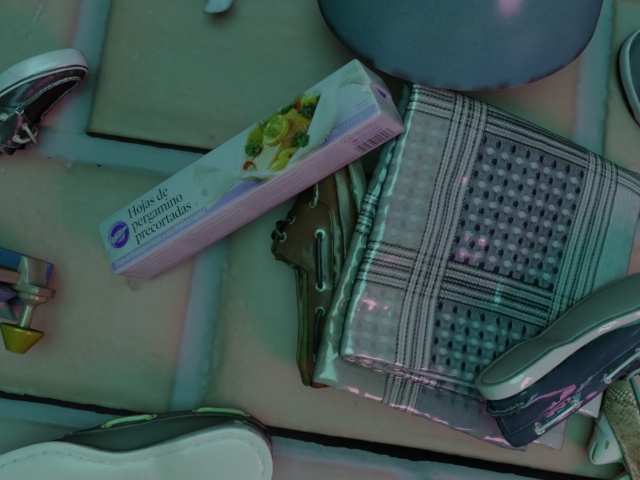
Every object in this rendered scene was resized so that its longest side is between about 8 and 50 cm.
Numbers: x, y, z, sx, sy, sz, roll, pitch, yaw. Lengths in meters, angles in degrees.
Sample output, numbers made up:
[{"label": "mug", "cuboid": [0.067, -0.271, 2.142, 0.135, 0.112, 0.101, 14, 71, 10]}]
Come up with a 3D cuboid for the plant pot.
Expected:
[{"label": "plant pot", "cuboid": [0.143, -0.312, 0.750, 0.291, 0.195, 0.290, 1, 54, -1]}]

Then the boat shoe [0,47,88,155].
[{"label": "boat shoe", "cuboid": [-0.334, -0.124, 0.847, 0.219, 0.078, 0.070, -31, 85, 4]}]

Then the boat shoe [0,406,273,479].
[{"label": "boat shoe", "cuboid": [-0.198, 0.234, 0.802, 0.305, 0.091, 0.109, -9, 96, -1]}]

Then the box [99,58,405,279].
[{"label": "box", "cuboid": [-0.074, -0.061, 0.779, 0.324, 0.067, 0.063, -29, 69, 21]}]

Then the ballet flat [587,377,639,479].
[{"label": "ballet flat", "cuboid": [0.315, 0.238, 0.820, 0.067, 0.073, 0.206, -16, 82, 6]}]

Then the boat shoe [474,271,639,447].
[{"label": "boat shoe", "cuboid": [0.269, 0.106, 0.758, 0.255, 0.095, 0.079, -29, 97, -17]}]

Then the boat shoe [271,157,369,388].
[{"label": "boat shoe", "cuboid": [0.000, 0.000, 0.817, 0.105, 0.111, 0.307, -10, 84, -3]}]

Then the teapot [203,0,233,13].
[{"label": "teapot", "cuboid": [-0.045, -0.403, 0.816, 0.187, 0.256, 0.252, 40, 55, -24]}]

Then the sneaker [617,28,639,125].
[{"label": "sneaker", "cuboid": [0.423, -0.111, 0.800, 0.124, 0.178, 0.295, -32, 85, -4]}]

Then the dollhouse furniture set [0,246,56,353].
[{"label": "dollhouse furniture set", "cuboid": [-0.448, 0.062, 0.717, 0.304, 0.286, 0.198, 15, 84, 12]}]

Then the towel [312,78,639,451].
[{"label": "towel", "cuboid": [0.175, 0.035, 0.794, 0.312, 0.056, 0.324, 19, 85, -22]}]
